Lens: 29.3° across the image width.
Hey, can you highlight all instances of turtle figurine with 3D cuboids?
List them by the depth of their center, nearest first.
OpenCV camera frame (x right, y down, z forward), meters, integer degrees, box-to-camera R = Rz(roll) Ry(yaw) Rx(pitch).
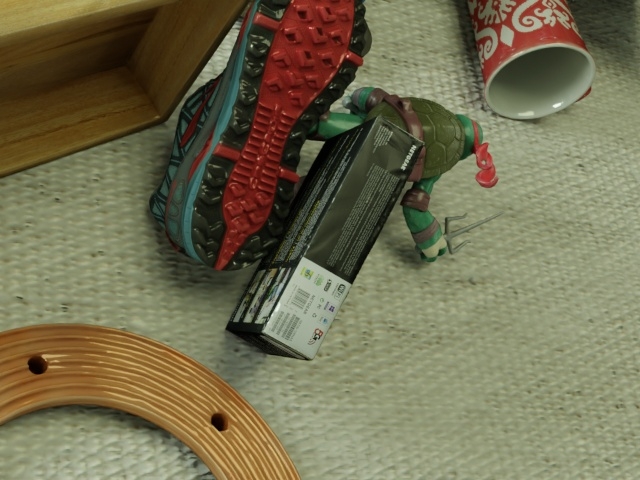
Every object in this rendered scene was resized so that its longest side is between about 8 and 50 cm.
[{"bbox_3d":[0.057,-0.077,1.065,0.234,0.118,0.175,-5,59,-26],"label":"turtle figurine"}]

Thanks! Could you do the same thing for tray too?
[{"bbox_3d":[-0.242,-0.110,0.828,0.411,0.203,0.076,-26,77,-41],"label":"tray"}]

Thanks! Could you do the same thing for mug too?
[{"bbox_3d":[0.210,-0.216,1.272,0.113,0.150,0.169,-16,58,9],"label":"mug"}]

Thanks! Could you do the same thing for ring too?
[{"bbox_3d":[-0.149,0.212,0.800,0.337,0.032,0.336,17,53,-24],"label":"ring"}]

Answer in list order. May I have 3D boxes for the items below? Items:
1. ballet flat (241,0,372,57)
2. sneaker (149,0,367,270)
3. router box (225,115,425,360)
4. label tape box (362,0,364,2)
[{"bbox_3d":[-0.063,-0.230,1.126,0.250,0.058,0.084,24,50,-25],"label":"ballet flat"},{"bbox_3d":[-0.063,-0.112,0.949,0.104,0.125,0.261,30,83,-39],"label":"sneaker"},{"bbox_3d":[0.000,0.000,0.915,0.046,0.133,0.178,30,80,-13],"label":"router box"},{"bbox_3d":[-0.034,-0.405,1.140,0.241,0.106,0.333,22,52,-24],"label":"label tape box"}]
